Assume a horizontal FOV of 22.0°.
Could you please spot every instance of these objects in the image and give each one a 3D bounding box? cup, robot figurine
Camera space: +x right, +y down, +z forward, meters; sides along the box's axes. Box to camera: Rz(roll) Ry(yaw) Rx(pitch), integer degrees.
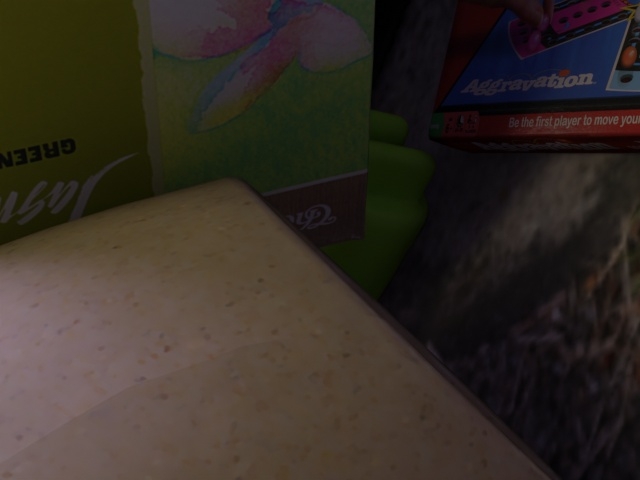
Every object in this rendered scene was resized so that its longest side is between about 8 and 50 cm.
[{"bbox_3d":[-0.045,0.122,0.502,0.237,0.331,0.331,-46,32,1],"label":"cup"},{"bbox_3d":[0.000,0.000,0.681,0.115,0.067,0.101,-58,45,28],"label":"robot figurine"}]

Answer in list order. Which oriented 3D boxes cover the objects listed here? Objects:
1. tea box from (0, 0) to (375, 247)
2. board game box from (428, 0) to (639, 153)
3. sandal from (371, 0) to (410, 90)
[{"bbox_3d":[-0.129,-0.192,0.574,0.323,0.220,0.329,89,163,-48],"label":"tea box"},{"bbox_3d":[0.135,-0.101,0.535,0.281,0.027,0.145,5,79,61],"label":"board game box"},{"bbox_3d":[0.003,-0.213,0.736,0.167,0.107,0.446,30,103,60],"label":"sandal"}]
